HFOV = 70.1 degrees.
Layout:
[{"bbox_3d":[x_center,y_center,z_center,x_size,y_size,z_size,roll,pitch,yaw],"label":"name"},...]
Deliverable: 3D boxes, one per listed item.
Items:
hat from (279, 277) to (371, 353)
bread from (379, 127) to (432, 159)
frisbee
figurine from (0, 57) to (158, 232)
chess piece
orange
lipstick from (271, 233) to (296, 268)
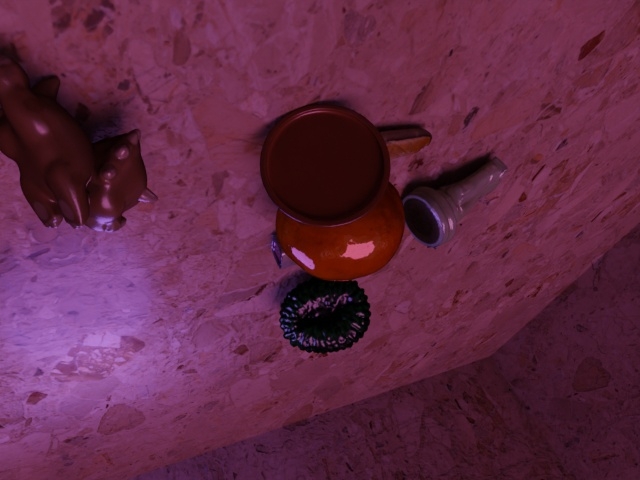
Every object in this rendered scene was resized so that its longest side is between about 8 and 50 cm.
[{"bbox_3d":[0.015,0.230,1.447,0.274,0.243,0.332,-2,169,1],"label":"hat"},{"bbox_3d":[0.159,-0.222,1.038,0.214,0.053,0.073,-15,149,-23],"label":"bread"},{"bbox_3d":[0.009,-0.145,0.873,0.250,0.251,0.021,-22,169,-8],"label":"frisbee"},{"bbox_3d":[-0.363,-0.134,0.696,0.177,0.247,0.173,-25,-166,42],"label":"figurine"},{"bbox_3d":[0.387,-0.118,1.282,0.298,0.176,0.176,-30,149,-20],"label":"chess piece"},{"bbox_3d":[0.042,-0.045,0.993,0.283,0.284,0.226,-14,128,-19],"label":"orange"},{"bbox_3d":[0.000,0.000,1.206,0.252,0.079,0.077,-15,144,-21],"label":"lipstick"}]
